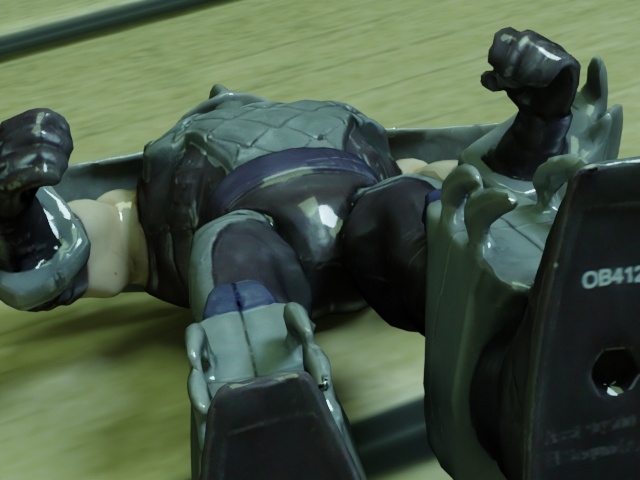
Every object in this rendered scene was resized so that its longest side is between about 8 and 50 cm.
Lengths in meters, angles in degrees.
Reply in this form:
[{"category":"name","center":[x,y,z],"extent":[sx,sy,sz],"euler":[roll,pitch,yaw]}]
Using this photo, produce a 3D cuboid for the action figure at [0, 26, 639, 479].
[{"category":"action figure","center":[0.000,0.000,0.497],"extent":[0.185,0.099,0.285],"euler":[-17,20,-7]}]
